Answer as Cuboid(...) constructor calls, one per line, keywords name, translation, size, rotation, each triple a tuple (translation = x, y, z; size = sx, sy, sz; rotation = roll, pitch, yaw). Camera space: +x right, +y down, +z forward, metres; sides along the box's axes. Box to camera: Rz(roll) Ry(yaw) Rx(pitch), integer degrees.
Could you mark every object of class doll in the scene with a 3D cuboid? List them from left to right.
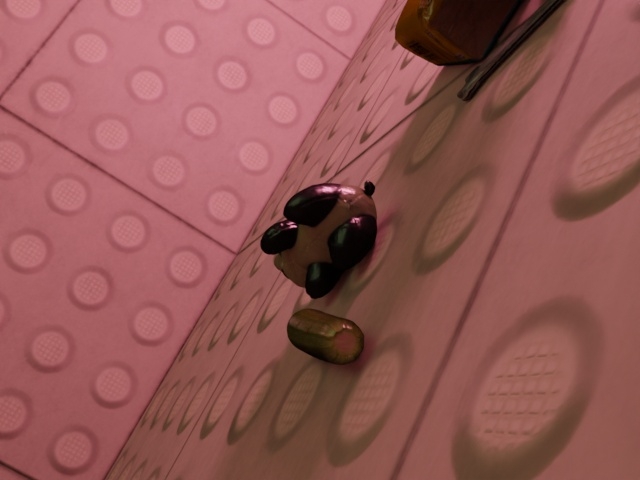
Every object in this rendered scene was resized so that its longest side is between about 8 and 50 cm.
Cuboid(name="doll", translation=(0.002, 0.000, 1.165), size=(0.135, 0.143, 0.234), rotation=(-34, -11, -47))

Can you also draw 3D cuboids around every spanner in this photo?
Cuboid(name="spanner", translation=(0.294, -0.305, 1.022), size=(0.302, 0.017, 0.071), rotation=(-45, 16, 47))

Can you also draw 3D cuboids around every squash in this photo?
Cuboid(name="squash", translation=(0.003, 0.126, 0.954), size=(0.066, 0.066, 0.229), rotation=(-59, 11, -9))

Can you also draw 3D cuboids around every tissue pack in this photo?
Cuboid(name="tissue pack", translation=(0.239, -0.415, 1.263), size=(0.192, 0.134, 0.271), rotation=(-57, 11, 6))
